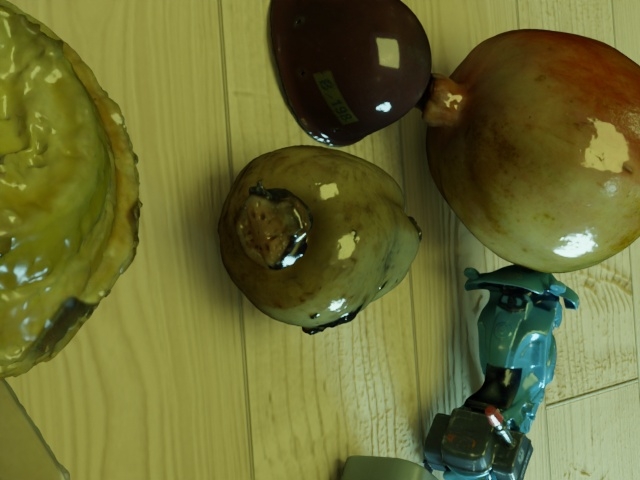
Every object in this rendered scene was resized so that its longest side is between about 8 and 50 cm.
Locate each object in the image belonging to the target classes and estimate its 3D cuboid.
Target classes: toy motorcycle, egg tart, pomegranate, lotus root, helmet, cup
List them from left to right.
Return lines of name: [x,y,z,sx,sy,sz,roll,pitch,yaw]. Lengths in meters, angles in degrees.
egg tart: [-0.226,-0.052,0.713,0.290,0.115,0.290,17,60,-32]
lotus root: [0.000,0.000,1.009,0.257,0.140,0.154,7,68,-59]
helmet: [0.041,-0.179,1.098,0.155,0.106,0.175,-49,118,-40]
cup: [0.064,0.281,1.092,0.128,0.095,0.129,44,54,-40]
toy motorcycle: [0.191,0.132,1.226,0.272,0.124,0.182,-65,147,-26]
pomegranate: [0.213,-0.100,1.189,0.270,0.229,0.252,20,33,-29]

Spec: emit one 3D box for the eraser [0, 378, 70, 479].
eraser: [-0.305,0.201,0.681,0.343,0.078,0.144,-47,119,-41]
